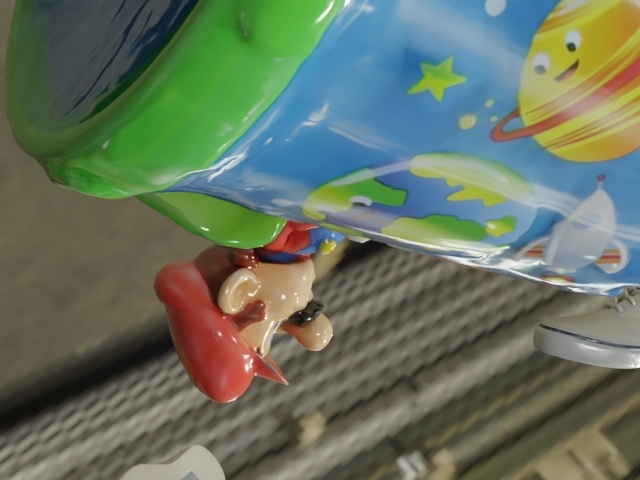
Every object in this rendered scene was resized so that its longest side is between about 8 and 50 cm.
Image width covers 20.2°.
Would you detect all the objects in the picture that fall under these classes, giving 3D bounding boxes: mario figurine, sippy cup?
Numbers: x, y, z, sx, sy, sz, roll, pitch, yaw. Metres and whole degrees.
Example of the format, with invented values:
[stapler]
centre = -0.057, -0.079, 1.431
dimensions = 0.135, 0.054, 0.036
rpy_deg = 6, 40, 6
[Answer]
[mario figurine]
centre = 0.000, 0.000, 1.489
dimensions = 0.320, 0.170, 0.198
rpy_deg = -58, 149, 4
[sippy cup]
centre = 0.044, -0.092, 0.611
dimensions = 0.224, 0.305, 0.240
rpy_deg = 23, 90, -26

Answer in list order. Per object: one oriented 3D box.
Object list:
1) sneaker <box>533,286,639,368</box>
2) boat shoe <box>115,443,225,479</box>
[sneaker]
centre = 0.333, 0.078, 1.846
dimensions = 0.258, 0.094, 0.091
rpy_deg = -1, 101, -27
[boat shoe]
centre = -0.148, 0.226, 1.573
dimensions = 0.063, 0.066, 0.184
rpy_deg = -38, 179, 20
